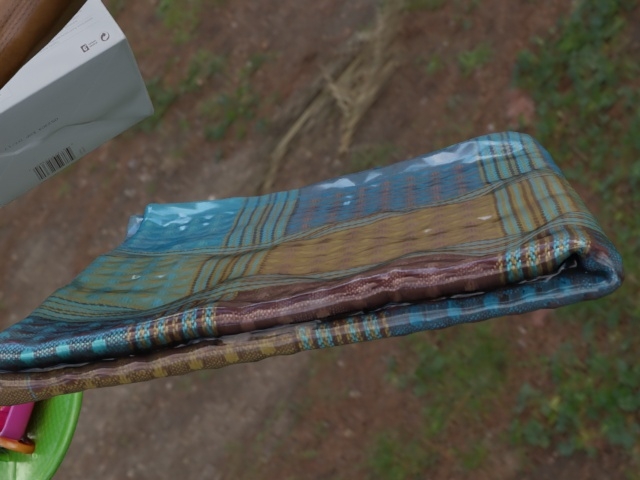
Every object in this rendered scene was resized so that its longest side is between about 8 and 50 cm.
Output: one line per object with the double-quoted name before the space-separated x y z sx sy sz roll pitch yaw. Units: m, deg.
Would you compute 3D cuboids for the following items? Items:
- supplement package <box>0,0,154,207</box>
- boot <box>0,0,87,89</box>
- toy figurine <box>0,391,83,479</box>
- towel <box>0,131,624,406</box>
"supplement package" -0.278 -0.158 1.184 0.194 0.149 0.203 -32 72 -9
"boot" -0.124 -0.131 0.651 0.280 0.096 0.264 -44 27 16
"toy figurine" -0.283 0.105 1.066 0.173 0.159 0.130 13 84 58
"towel" 0.000 0.000 0.754 0.272 0.040 0.370 -11 8 5
